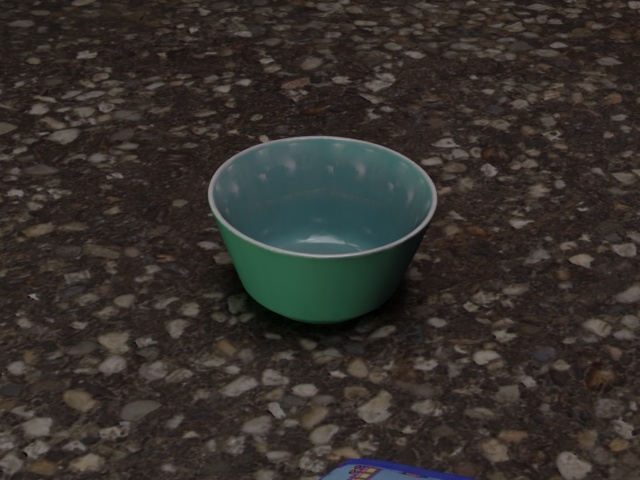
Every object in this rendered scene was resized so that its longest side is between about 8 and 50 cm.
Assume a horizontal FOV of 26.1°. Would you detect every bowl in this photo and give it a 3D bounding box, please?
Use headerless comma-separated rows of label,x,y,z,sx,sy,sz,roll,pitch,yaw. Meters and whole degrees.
bowl,0.000,0.000,1.898,0.311,0.163,0.311,2,33,-1

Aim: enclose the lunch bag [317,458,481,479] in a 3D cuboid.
lunch bag,0.048,0.313,1.349,0.293,0.138,0.221,16,38,36
